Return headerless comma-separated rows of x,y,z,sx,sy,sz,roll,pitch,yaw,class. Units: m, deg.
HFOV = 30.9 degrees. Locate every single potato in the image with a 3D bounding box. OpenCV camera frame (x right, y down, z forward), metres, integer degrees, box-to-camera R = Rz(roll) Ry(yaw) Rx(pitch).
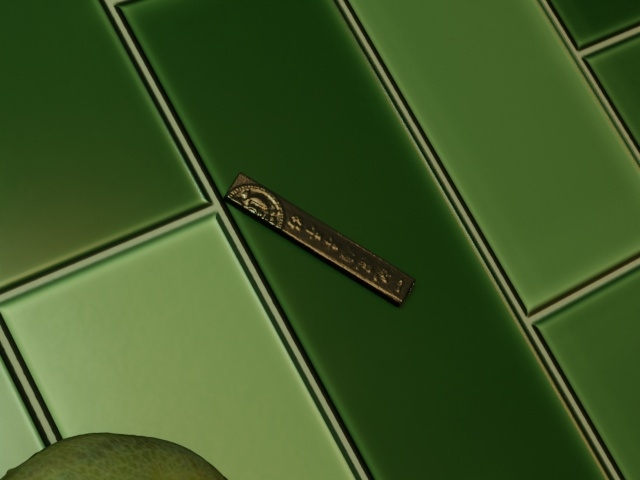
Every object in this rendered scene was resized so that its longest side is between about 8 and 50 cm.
-0.152,0.233,0.849,0.235,0.160,0.178,7,92,-31,potato

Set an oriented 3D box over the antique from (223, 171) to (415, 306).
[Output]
0.000,0.000,1.060,0.192,0.015,0.031,31,64,-5,antique
